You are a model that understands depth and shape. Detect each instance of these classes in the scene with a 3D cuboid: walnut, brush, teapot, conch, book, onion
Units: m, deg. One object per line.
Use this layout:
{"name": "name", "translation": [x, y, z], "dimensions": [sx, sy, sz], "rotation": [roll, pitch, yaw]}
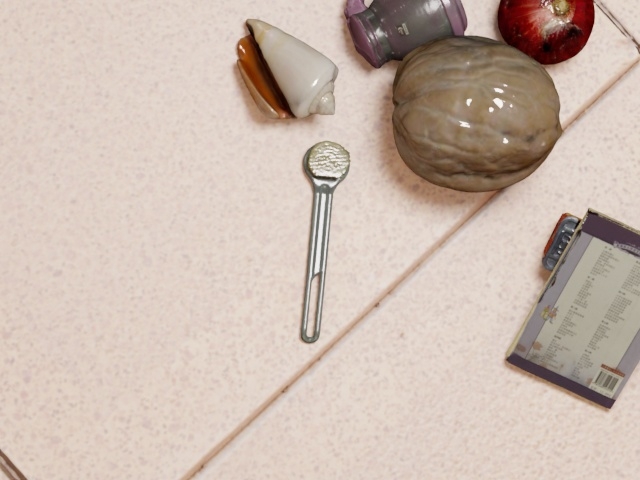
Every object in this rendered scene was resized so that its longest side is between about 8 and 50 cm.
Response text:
{"name": "walnut", "translation": [0.198, -0.161, 1.713], "dimensions": [0.224, 0.224, 0.224], "rotation": [1, 81, -8]}
{"name": "brush", "translation": [0.000, 0.000, 1.751], "dimensions": [0.062, 0.027, 0.266], "rotation": [6, 81, -7]}
{"name": "teapot", "translation": [0.103, -0.300, 1.773], "dimensions": [0.146, 0.116, 0.148], "rotation": [-27, 90, -2]}
{"name": "conch", "translation": [-0.047, -0.218, 1.747], "dimensions": [0.176, 0.094, 0.104], "rotation": [41, 117, 4]}
{"name": "book", "translation": [0.359, 0.089, 1.740], "dimensions": [0.157, 0.026, 0.231], "rotation": [25, 107, -7]}
{"name": "onion", "translation": [0.302, -0.297, 1.799], "dimensions": [0.131, 0.131, 0.131], "rotation": [1, 81, -8]}

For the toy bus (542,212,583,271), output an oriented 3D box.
{"name": "toy bus", "translation": [0.379, 0.026, 1.772], "dimensions": [0.174, 0.077, 0.079], "rotation": [23, 107, -4]}
